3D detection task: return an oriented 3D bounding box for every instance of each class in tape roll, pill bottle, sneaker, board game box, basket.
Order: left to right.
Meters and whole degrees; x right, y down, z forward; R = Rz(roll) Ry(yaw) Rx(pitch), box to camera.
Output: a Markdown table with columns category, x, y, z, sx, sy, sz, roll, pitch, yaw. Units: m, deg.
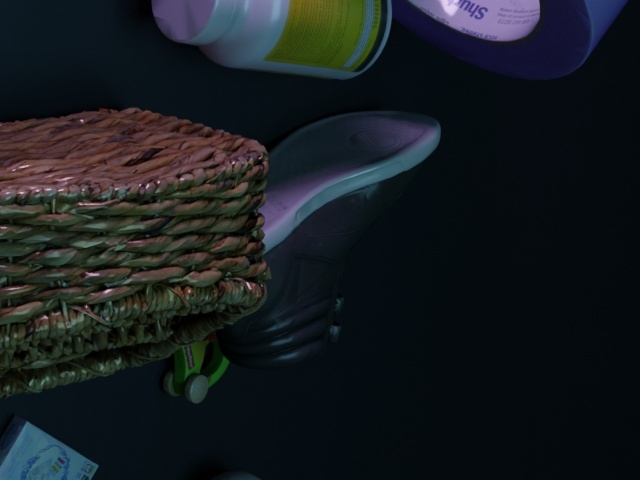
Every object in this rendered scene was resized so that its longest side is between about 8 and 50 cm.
| category | x | y | z | sx | sy | sz | roll | pitch | yaw |
| --- | --- | --- | --- | --- | --- | --- | --- | --- | --- |
| board game box | -0.227 | 0.194 | 1.489 | 0.090 | 0.020 | 0.090 | 42 | 74 | -46 |
| basket | -0.182 | 0.040 | 1.338 | 0.299 | 0.213 | 0.223 | -10 | 110 | -44 |
| pill bottle | -0.038 | -0.182 | 1.489 | 0.184 | 0.103 | 0.103 | 2 | 102 | -47 |
| sneaker | -0.001 | 0.000 | 1.591 | 0.296 | 0.104 | 0.147 | -36 | 132 | -41 |
| tape roll | 0.117 | -0.250 | 1.500 | 0.090 | 0.275 | 0.275 | -53 | 134 | -19 |

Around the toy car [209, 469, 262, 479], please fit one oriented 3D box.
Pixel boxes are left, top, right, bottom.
| category | x | y | z | sx | sy | sz | roll | pitch | yaw |
| --- | --- | --- | --- | --- | --- | --- | --- | --- | --- |
| toy car | -0.053 | 0.297 | 1.620 | 0.159 | 0.136 | 0.182 | -57 | 136 | -14 |

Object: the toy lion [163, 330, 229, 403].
| category | x | y | z | sx | sy | sz | roll | pitch | yaw |
| --- | --- | --- | --- | --- | --- | --- | --- | --- | --- |
| toy lion | -0.094 | 0.070 | 1.579 | 0.096 | 0.034 | 0.100 | -35 | 127 | -42 |
